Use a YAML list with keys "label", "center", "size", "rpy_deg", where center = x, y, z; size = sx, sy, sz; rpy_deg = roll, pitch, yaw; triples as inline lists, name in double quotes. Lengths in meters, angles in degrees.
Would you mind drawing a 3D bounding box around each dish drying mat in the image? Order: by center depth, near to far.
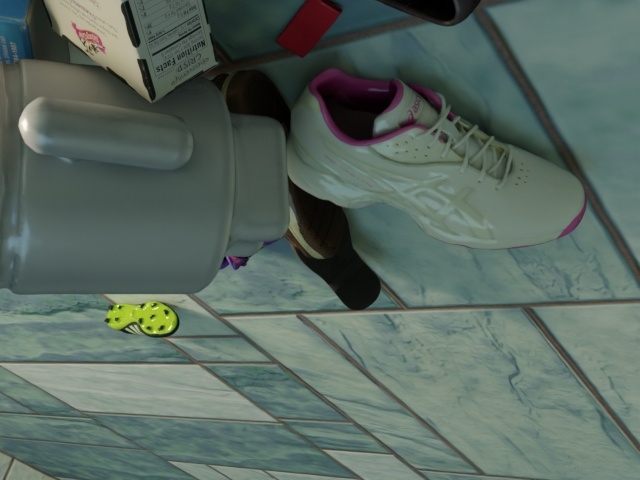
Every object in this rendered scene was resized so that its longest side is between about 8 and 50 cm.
- label: "dish drying mat"
  center: [-0.011, -0.197, 0.835]
  size: [0.032, 0.008, 0.083]
  rpy_deg: [27, 152, -16]

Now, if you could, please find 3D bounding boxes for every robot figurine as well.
- label: "robot figurine"
  center: [-0.207, -0.052, 0.795]
  size: [0.353, 0.200, 0.300]
  rpy_deg: [2, 164, -23]

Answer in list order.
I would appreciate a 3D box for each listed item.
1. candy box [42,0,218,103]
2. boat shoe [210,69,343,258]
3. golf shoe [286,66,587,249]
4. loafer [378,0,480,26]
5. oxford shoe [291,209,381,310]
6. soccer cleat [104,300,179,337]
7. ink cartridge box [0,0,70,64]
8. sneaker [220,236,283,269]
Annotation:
- label: "candy box"
  center: [-0.166, -0.237, 0.668]
  size: [0.159, 0.071, 0.233]
  rpy_deg: [38, 151, 33]
- label: "boat shoe"
  center: [-0.058, -0.079, 0.993]
  size: [0.095, 0.095, 0.257]
  rpy_deg: [-1, 135, 31]
- label: "golf shoe"
  center: [0.111, -0.079, 0.874]
  size: [0.306, 0.115, 0.140]
  rpy_deg: [13, 149, 5]
- label: "loafer"
  center: [-0.014, -0.243, 0.655]
  size: [0.302, 0.095, 0.109]
  rpy_deg: [19, 152, -1]
- label: "oxford shoe"
  center: [0.000, 0.000, 1.128]
  size: [0.076, 0.076, 0.212]
  rpy_deg: [47, 170, 51]
- label: "soccer cleat"
  center: [-0.294, 0.139, 1.561]
  size: [0.179, 0.060, 0.072]
  rpy_deg: [1, 158, 40]
- label: "ink cartridge box"
  center: [-0.408, -0.207, 0.857]
  size: [0.307, 0.129, 0.223]
  rpy_deg: [8, 154, -7]
- label: "sneaker"
  center: [-0.090, 0.002, 1.172]
  size: [0.068, 0.071, 0.170]
  rpy_deg: [30, 149, -23]
